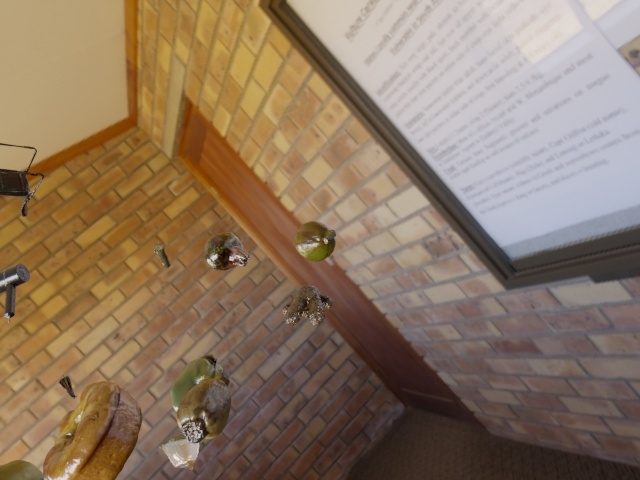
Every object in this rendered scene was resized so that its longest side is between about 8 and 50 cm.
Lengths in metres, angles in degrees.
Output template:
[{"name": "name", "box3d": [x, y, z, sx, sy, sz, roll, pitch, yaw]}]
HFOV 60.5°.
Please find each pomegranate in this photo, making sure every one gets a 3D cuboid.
[{"name": "pomegranate", "box3d": [-0.306, 0.050, 1.805, 0.138, 0.163, 0.126, 0, -50, -57]}]

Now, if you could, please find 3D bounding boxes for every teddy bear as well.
[{"name": "teddy bear", "box3d": [-0.045, 0.221, 1.944, 0.251, 0.181, 0.129, -141, 55, -86]}]

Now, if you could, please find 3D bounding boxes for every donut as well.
[{"name": "donut", "box3d": [-0.591, 0.514, 1.421, 0.299, 0.150, 0.317, -45, 23, 14]}]

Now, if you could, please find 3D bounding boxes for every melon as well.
[{"name": "melon", "box3d": [-0.402, 0.611, 1.608, 0.202, 0.139, 0.093, 118, 158, -54]}]

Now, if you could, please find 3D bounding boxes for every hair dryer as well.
[{"name": "hair dryer", "box3d": [-1.090, 0.194, 1.915, 0.124, 0.219, 0.071, -25, -33, 5]}]

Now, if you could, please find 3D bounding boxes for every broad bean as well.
[{"name": "broad bean", "box3d": [-0.419, 0.472, 1.822, 0.228, 0.100, 0.169, -52, 36, -1]}]

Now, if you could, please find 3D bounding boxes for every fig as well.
[{"name": "fig", "box3d": [-0.008, -0.011, 1.909, 0.148, 0.142, 0.186, 3, -30, -45]}]

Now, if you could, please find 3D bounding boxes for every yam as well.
[{"name": "yam", "box3d": [-0.460, 0.048, 1.592, 0.033, 0.027, 0.129, -49, -14, -24]}]

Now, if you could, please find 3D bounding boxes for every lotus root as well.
[{"name": "lotus root", "box3d": [-0.304, 0.447, 1.482, 0.138, 0.138, 0.214, -40, 9, 34]}]

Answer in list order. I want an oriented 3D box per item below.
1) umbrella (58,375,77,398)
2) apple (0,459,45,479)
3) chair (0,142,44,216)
[{"name": "umbrella", "box3d": [-0.700, 0.406, 1.523, 0.031, 0.083, 0.020, -6, -39, -50]}, {"name": "apple", "box3d": [-1.073, 0.875, 1.772, 0.311, 0.361, 0.320, 1, 13, -46]}, {"name": "chair", "box3d": [-1.046, -0.197, 1.856, 0.145, 0.140, 0.221, 0, -40, -42]}]
